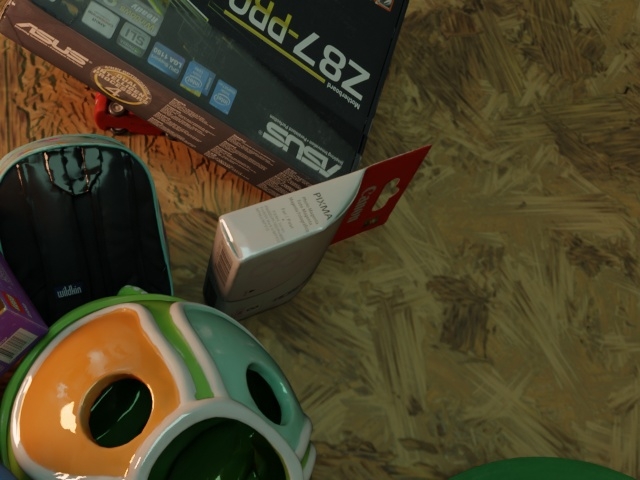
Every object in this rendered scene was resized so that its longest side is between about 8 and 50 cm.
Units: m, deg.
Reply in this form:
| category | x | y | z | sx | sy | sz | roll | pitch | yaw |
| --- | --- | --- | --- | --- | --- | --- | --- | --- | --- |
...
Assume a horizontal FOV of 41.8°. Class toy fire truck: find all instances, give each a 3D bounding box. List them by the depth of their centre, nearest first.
| category | x | y | z | sx | sy | sz | roll | pitch | yaw |
| --- | --- | --- | --- | --- | --- | --- | --- | --- | --- |
| toy fire truck | -0.163 | -0.185 | 0.987 | 0.192 | 0.047 | 0.135 | 4 | 64 | -9 |

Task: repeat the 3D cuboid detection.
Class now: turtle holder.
| category | x | y | z | sx | sy | sz | roll | pitch | yaw |
| --- | --- | --- | --- | --- | --- | --- | --- | --- | --- |
| turtle holder | -0.113 | 0.201 | 0.696 | 0.243 | 0.227 | 0.320 | -26 | 106 | -27 |

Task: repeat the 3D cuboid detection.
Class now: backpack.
| category | x | y | z | sx | sy | sz | roll | pitch | yaw |
| --- | --- | --- | --- | --- | --- | --- | --- | --- | --- |
| backpack | -0.234 | -0.011 | 0.813 | 0.166 | 0.188 | 0.144 | -10 | 23 | -15 |

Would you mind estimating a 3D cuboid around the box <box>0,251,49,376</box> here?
| category | x | y | z | sx | sy | sz | roll | pitch | yaw |
| --- | --- | --- | --- | --- | --- | --- | --- | --- | --- |
| box | -0.389 | 0.102 | 0.701 | 0.293 | 0.057 | 0.201 | -44 | 56 | -2 |

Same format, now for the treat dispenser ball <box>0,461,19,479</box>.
| category | x | y | z | sx | sy | sz | roll | pitch | yaw |
| --- | --- | --- | --- | --- | --- | --- | --- | --- | --- |
| treat dispenser ball | -0.306 | 0.248 | 0.514 | 0.288 | 0.288 | 0.288 | 5 | 64 | -10 |

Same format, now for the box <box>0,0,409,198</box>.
| category | x | y | z | sx | sy | sz | roll | pitch | yaw |
| --- | --- | --- | --- | --- | --- | --- | --- | --- | --- |
| box | -0.103 | -0.256 | 0.922 | 0.395 | 0.097 | 0.318 | 31 | 63 | -25 |

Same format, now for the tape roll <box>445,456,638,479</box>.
| category | x | y | z | sx | sy | sz | roll | pitch | yaw |
| --- | --- | --- | --- | --- | --- | --- | --- | --- | --- |
| tape roll | 0.197 | 0.339 | 0.711 | 0.321 | 0.077 | 0.321 | -9 | 38 | 7 |

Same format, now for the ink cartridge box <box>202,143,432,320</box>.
| category | x | y | z | sx | sy | sz | roll | pitch | yaw |
| --- | --- | --- | --- | --- | --- | --- | --- | --- | --- |
| ink cartridge box | 0.000 | 0.000 | 0.855 | 0.232 | 0.189 | 0.066 | -16 | 70 | -19 |
